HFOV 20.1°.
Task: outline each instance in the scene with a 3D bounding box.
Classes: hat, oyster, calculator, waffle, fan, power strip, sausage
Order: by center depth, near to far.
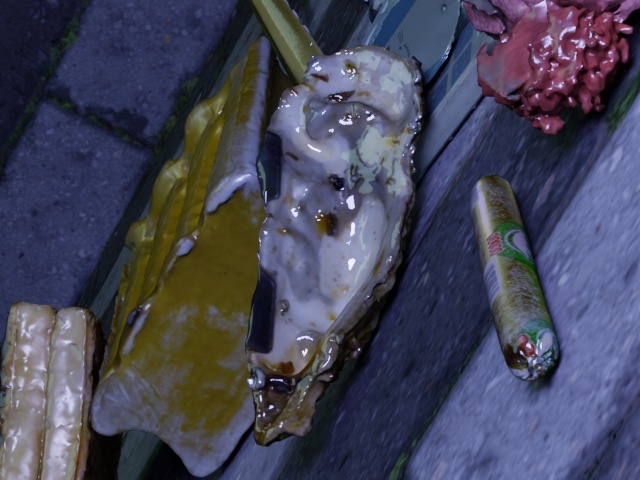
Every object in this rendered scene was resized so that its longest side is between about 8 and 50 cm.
[{"bbox_3d":[0.111,0.017,1.063,0.033,0.033,0.269,-59,12,20],"label":"sausage"},{"bbox_3d":[0.161,-0.198,1.131,0.237,0.107,0.286,-16,49,53],"label":"hat"},{"bbox_3d":[0.003,0.000,1.356,0.078,0.129,0.345,73,-154,-62],"label":"oyster"},{"bbox_3d":[0.105,-0.121,1.409,0.227,0.029,0.080,-53,14,37],"label":"power strip"},{"bbox_3d":[0.094,-0.180,1.434,0.175,0.005,0.113,-44,37,32],"label":"fan"},{"bbox_3d":[-0.019,-0.155,1.541,0.033,0.236,0.157,-31,-31,-1],"label":"calculator"},{"bbox_3d":[-0.248,0.202,1.734,0.308,0.091,0.213,90,-179,-68],"label":"waffle"}]

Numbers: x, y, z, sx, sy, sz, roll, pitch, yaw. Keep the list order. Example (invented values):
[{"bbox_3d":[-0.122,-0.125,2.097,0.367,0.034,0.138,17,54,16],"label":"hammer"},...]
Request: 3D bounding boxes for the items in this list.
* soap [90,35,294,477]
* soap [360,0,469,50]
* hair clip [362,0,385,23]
[{"bbox_3d":[-0.084,0.005,1.648,0.293,0.156,0.335,-56,13,21],"label":"soap"},{"bbox_3d":[0.093,-0.195,1.544,0.198,0.066,0.119,-62,10,5],"label":"soap"},{"bbox_3d":[0.091,-0.293,1.825,0.124,0.052,0.195,-29,30,60],"label":"hair clip"}]
